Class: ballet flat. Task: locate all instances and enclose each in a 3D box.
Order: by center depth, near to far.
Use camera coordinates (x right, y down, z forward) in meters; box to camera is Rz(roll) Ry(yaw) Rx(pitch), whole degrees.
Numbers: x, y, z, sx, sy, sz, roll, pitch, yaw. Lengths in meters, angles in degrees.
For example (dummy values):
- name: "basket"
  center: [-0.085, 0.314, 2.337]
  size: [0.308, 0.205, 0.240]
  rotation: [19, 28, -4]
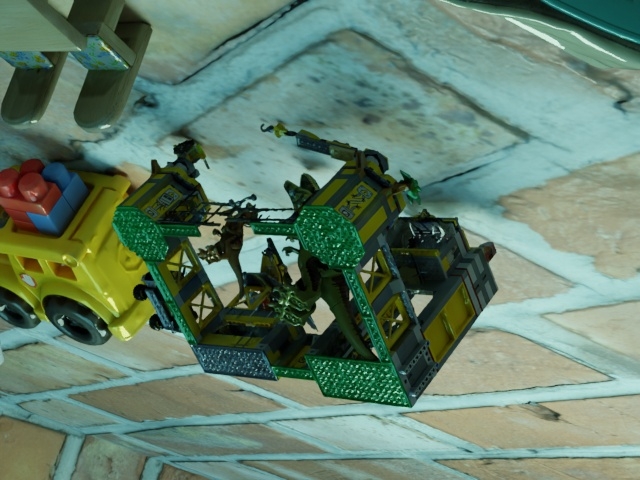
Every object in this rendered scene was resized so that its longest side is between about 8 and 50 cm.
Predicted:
- name: "ballet flat"
  center: [0.090, -0.156, 0.662]
  size: [0.248, 0.086, 0.086]
  rotation: [24, 160, -23]

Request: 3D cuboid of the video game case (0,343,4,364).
- name: "video game case"
  center: [-0.478, 0.029, 1.466]
  size: [0.269, 0.061, 0.244]
  rotation: [51, 162, 6]

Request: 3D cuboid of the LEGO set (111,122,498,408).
- name: "LEGO set"
  center: [0.000, 0.000, 1.103]
  size: [0.331, 0.192, 0.255]
  rotation: [-8, 120, 44]

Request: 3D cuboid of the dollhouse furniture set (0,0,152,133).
- name: "dollhouse furniture set"
  center: [-0.287, -0.139, 0.883]
  size: [0.242, 0.161, 0.212]
  rotation: [5, 158, 30]

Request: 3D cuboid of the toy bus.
- name: "toy bus"
  center: [-0.287, -0.010, 1.303]
  size: [0.220, 0.149, 0.211]
  rotation: [8, 147, 30]
